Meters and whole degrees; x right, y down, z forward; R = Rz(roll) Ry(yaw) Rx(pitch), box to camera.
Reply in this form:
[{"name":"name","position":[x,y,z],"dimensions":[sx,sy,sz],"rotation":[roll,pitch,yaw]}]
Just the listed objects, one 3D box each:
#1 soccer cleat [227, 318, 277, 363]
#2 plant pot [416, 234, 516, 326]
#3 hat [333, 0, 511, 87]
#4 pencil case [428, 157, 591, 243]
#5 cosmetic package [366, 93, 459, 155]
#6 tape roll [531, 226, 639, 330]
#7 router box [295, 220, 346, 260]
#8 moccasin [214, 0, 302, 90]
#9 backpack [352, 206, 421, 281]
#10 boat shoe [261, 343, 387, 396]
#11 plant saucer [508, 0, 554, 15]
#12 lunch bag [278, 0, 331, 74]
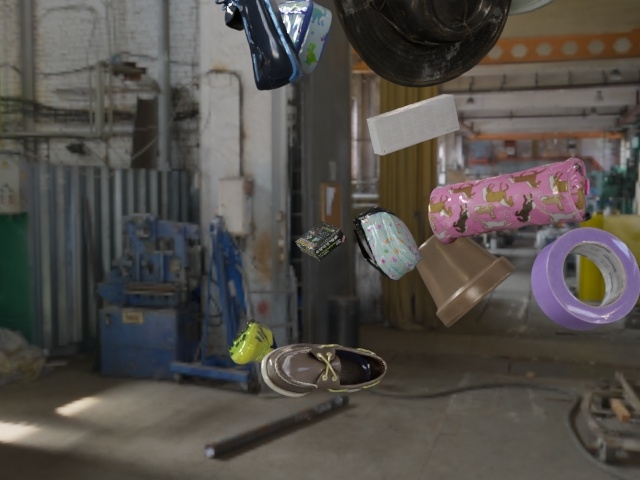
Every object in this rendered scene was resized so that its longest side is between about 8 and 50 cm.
[{"name":"soccer cleat","position":[-0.156,0.266,1.865],"dimensions":[0.121,0.093,0.289],"rotation":[41,2,0]},{"name":"plant pot","position":[0.396,0.083,2.164],"dimensions":[0.263,0.229,0.263],"rotation":[-38,-11,-9]},{"name":"hat","position":[0.170,-0.391,1.097],"dimensions":[0.331,0.332,0.134],"rotation":[-1,15,-15]},{"name":"pencil case","position":[0.452,-0.091,1.813],"dimensions":[0.386,0.167,0.160],"rotation":[-11,41,34]},{"name":"cosmetic package","position":[0.248,-0.311,1.988],"dimensions":[0.238,0.099,0.060],"rotation":[-19,17,-16]},{"name":"tape roll","position":[0.512,0.075,1.442],"dimensions":[0.188,0.189,0.080],"rotation":[0,-16,-7]},{"name":"router box","position":[0.000,0.000,1.918],"dimensions":[0.092,0.038,0.122],"rotation":[-38,23,-13]},{"name":"moccasin","position":[-0.153,-0.477,1.553],"dimensions":[0.116,0.342,0.137],"rotation":[-24,-9,12]},{"name":"backpack","position":[0.175,0.009,1.878],"dimensions":[0.152,0.182,0.115],"rotation":[25,-56,-38]},{"name":"boat shoe","position":[0.014,0.281,1.639],"dimensions":[0.324,0.117,0.096],"rotation":[14,-29,-44]},{"name":"plant saucer","position":[0.277,-0.565,1.211],"dimensions":[0.100,0.401,0.400],"rotation":[-25,19,-36]},{"name":"lunch bag","position":[-0.064,-0.513,1.862],"dimensions":[0.090,0.176,0.219],"rotation":[17,7,-30]}]
